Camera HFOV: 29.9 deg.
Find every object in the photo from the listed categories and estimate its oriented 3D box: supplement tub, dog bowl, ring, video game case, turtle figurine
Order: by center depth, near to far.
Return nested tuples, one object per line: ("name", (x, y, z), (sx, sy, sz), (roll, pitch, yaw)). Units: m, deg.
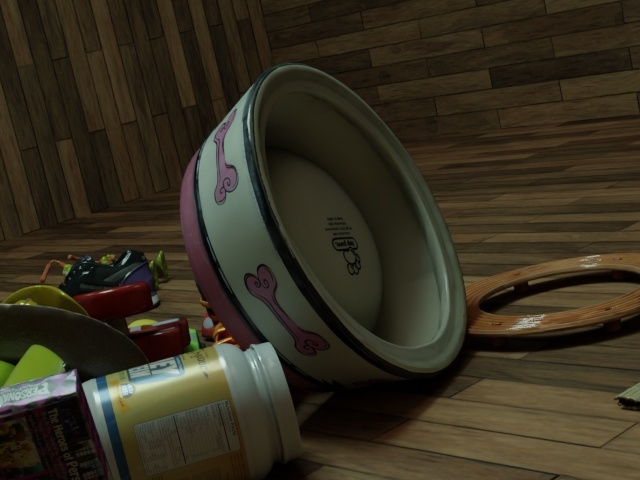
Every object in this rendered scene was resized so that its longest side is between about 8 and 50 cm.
("video game case", (-0.259, 0.223, 0.921), (0.210, 0.232, 0.042), (-14, 31, -4))
("supplement tub", (-0.131, 0.186, 1.197), (0.200, 0.144, 0.144), (-15, 10, -11))
("dog bowl", (0.000, 0.000, 1.432), (0.150, 0.408, 0.408), (-29, 2, 28))
("ring", (0.317, 0.077, 1.570), (0.337, 0.032, 0.336), (-12, 10, 2))
("turtle figurine", (-0.423, 0.072, 2.354), (0.217, 0.087, 0.269), (-3, 3, 11))

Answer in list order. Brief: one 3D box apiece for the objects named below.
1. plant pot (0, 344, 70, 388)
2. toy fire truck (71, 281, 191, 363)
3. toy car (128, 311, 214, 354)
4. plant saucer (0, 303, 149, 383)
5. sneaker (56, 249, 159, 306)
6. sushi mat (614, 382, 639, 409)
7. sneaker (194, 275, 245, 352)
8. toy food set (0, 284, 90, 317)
("plant pot", (-0.326, 0.217, 1.076), (0.207, 0.228, 0.227), (-7, 10, -3))
("toy fire truck", (-0.317, 0.159, 1.555), (0.302, 0.169, 0.254), (-14, 0, -7))
("toy car", (-0.201, 0.143, 1.779), (0.239, 0.053, 0.225), (-14, 10, -4))
("plant saucer", (-0.332, 0.179, 1.273), (0.311, 0.310, 0.050), (-13, 50, 1))
("sneaker", (-0.440, 0.092, 2.149), (0.283, 0.124, 0.107), (-17, 11, -23))
("sushi mat", (0.451, 0.115, 1.225), (0.316, 0.019, 0.151), (-21, 12, -38))
("sneaker", (-0.111, 0.121, 1.426), (0.125, 0.180, 0.321), (-12, 10, 8))
("toy food set", (-0.327, 0.162, 1.383), (0.128, 0.217, 0.071), (-5, 0, 3))
